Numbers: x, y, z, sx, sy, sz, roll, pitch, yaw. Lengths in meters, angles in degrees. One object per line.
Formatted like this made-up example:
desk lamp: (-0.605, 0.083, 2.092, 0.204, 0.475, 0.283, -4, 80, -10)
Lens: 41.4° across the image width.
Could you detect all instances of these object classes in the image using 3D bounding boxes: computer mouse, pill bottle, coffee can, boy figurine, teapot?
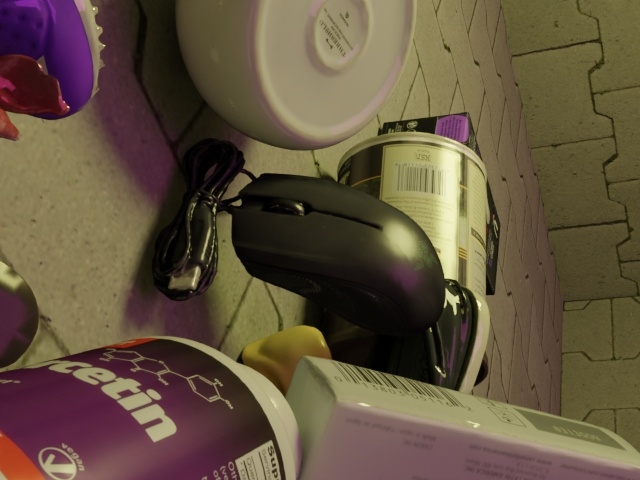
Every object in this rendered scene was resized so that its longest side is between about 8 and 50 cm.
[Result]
computer mouse: (0.000, 0.000, 0.752, 0.072, 0.272, 0.188, 122, -17, -46)
pill bottle: (-0.130, 0.153, 0.471, 0.323, 0.181, 0.182, -6, 89, -68)
coffee can: (0.109, 0.033, 1.063, 0.201, 0.201, 0.275, 52, 38, -52)
boy figurine: (-0.033, 0.224, 0.811, 0.177, 0.092, 0.285, 22, 63, -65)
teapot: (-0.048, -0.215, 0.793, 0.252, 0.187, 0.256, -24, 126, -39)

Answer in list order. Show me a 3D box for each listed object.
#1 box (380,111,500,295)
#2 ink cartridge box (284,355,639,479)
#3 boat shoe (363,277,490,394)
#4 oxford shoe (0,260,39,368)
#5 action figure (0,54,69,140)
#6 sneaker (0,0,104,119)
box: (0.193, -0.050, 1.371, 0.270, 0.143, 0.165, 63, 32, -42)
ink cartridge box: (0.068, 0.312, 0.709, 0.385, 0.308, 0.091, -69, -157, 10)
boat shoe: (0.068, 0.183, 0.803, 0.113, 0.127, 0.340, 32, 70, -34)
oxford shoe: (-0.240, -0.005, 0.407, 0.212, 0.076, 0.076, 50, 54, -29)
action figure: (-0.239, -0.162, 0.287, 0.370, 0.248, 0.276, 48, 20, -41)
sneaker: (-0.234, -0.162, 0.436, 0.293, 0.102, 0.146, 62, 37, -35)
